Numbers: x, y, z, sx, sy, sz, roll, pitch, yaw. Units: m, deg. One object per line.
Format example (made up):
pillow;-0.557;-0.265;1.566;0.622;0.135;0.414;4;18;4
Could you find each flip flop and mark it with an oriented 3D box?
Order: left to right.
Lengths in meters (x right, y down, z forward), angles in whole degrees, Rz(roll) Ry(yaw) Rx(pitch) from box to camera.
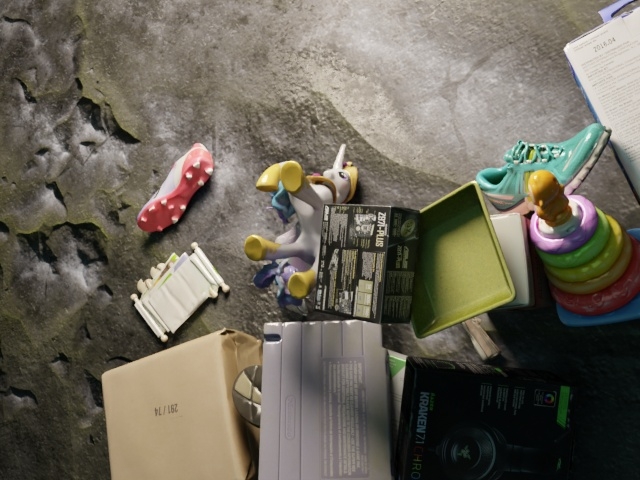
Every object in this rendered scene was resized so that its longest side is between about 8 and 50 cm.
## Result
flip flop;-0.038;0.318;1.266;0.276;0.080;0.112;15;65;12

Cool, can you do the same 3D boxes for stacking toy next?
stacking toy;0.393;-0.006;1.060;0.165;0.302;0.175;-14;48;38

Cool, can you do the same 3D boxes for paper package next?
paper package;-0.269;0.380;1.412;0.324;0.168;0.310;-21;67;22

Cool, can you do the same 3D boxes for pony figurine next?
pony figurine;0.000;0.000;1.278;0.302;0.363;0.351;0;99;22

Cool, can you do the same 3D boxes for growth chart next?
growth chart;-0.333;0.116;1.575;0.237;0.021;0.172;-40;68;17

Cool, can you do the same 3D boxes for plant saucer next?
plant saucer;0.204;0.034;1.039;0.188;0.045;0.188;-32;64;40

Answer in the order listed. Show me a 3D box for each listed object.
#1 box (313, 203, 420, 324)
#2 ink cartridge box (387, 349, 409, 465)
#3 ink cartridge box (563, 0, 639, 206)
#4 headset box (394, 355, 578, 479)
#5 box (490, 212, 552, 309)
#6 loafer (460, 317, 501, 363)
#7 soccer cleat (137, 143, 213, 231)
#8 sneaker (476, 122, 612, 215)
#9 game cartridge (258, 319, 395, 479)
box;0.072;0.034;1.085;0.147;0.077;0.180;4;89;46
ink cartridge box;0.151;0.327;1.273;0.154;0.093;0.213;14;88;27
ink cartridge box;0.580;-0.248;1.098;0.269;0.151;0.396;-26;75;21
headset box;0.275;0.338;1.134;0.282;0.131;0.247;7;90;0
box;0.305;0.045;1.152;0.126;0.232;0.149;-8;82;26
loafer;0.288;0.164;1.258;0.039;0.045;0.125;-28;79;3
soccer cleat;-0.338;-0.119;1.583;0.248;0.083;0.095;-45;38;20
sneaker;0.363;-0.120;1.137;0.110;0.275;0.107;41;59;-8
game cartridge;0.010;0.313;1.186;0.230;0.068;0.355;0;62;1
